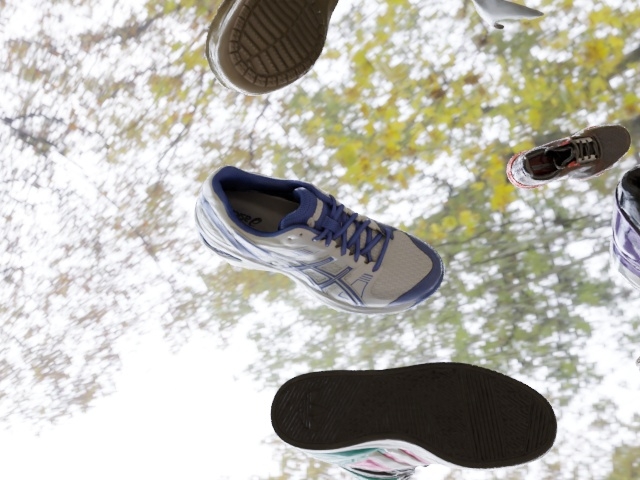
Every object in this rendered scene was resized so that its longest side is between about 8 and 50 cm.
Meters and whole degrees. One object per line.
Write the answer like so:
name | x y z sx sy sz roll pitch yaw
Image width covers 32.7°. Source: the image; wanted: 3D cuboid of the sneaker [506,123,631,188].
sneaker | 0.304 -0.099 1.299 0.157 0.065 0.061 -21 -93 -6

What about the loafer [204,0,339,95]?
loafer | -0.045 -0.227 1.084 0.102 0.092 0.268 52 -136 -23

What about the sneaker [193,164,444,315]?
sneaker | 0.000 0.000 1.218 0.296 0.131 0.112 14 -113 -1

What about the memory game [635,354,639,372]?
memory game | 0.275 0.033 0.664 0.186 0.186 0.012 -33 -91 -26

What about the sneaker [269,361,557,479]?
sneaker | 0.111 0.205 1.172 0.295 0.178 0.124 1 -107 18

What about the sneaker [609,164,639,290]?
sneaker | 0.349 0.029 0.829 0.283 0.124 0.107 26 -110 27

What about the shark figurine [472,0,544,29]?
shark figurine | 0.185 -0.385 1.267 0.166 0.116 0.278 18 -118 -27
